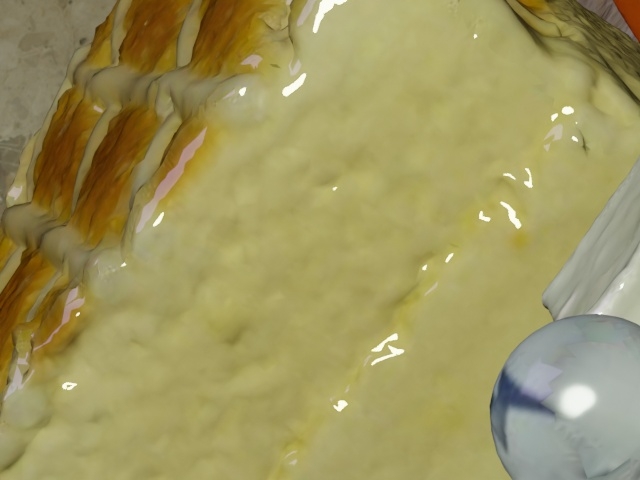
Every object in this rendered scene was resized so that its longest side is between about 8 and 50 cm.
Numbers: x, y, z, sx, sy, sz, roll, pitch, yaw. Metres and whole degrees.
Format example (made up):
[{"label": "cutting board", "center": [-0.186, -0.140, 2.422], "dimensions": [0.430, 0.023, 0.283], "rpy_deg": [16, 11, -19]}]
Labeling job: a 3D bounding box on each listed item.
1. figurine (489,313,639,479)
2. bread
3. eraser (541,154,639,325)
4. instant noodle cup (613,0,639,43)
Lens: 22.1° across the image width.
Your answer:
[{"label": "figurine", "center": [0.067, 0.132, 0.326], "dimensions": [0.382, 0.186, 0.261], "rpy_deg": [125, 160, -64]}, {"label": "bread", "center": [0.000, 0.000, 0.848], "dimensions": [0.371, 0.279, 0.390], "rpy_deg": [-53, 19, 17]}, {"label": "eraser", "center": [0.209, -0.080, 0.424], "dimensions": [0.343, 0.144, 0.078], "rpy_deg": [-56, 5, 12]}, {"label": "instant noodle cup", "center": [0.167, -0.085, 0.267], "dimensions": [0.192, 0.250, 0.250], "rpy_deg": [-35, 7, -1]}]
